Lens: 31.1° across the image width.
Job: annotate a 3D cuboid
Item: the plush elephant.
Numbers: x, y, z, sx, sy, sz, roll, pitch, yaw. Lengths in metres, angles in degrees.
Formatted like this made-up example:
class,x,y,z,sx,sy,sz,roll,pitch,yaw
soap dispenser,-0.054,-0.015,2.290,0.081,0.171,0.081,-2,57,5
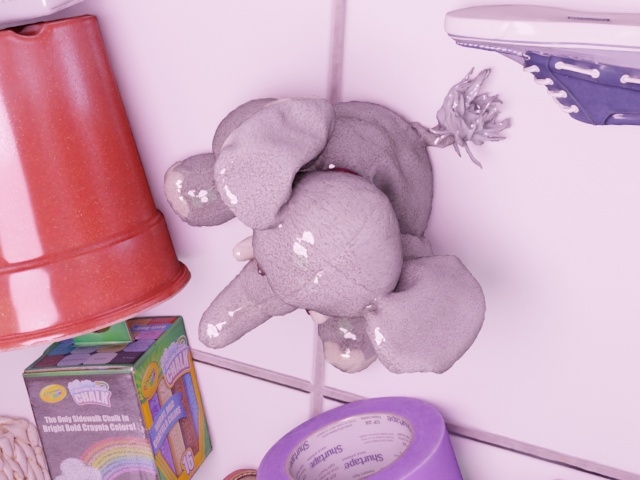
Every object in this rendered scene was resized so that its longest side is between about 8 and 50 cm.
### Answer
class,x,y,z,sx,sy,sz,roll,pitch,yaw
plush elephant,0.000,0.000,0.962,0.330,0.255,0.272,-37,96,34

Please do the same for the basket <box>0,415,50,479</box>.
class,x,y,z,sx,sy,sz,roll,pitch,yaw
basket,-0.507,0.400,1.393,0.331,0.266,0.328,-1,114,25

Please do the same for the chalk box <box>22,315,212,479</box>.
class,x,y,z,sx,sy,sz,roll,pitch,yaw
chalk box,-0.214,0.159,1.205,0.132,0.132,0.213,-3,108,18

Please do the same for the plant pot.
class,x,y,z,sx,sy,sz,roll,pitch,yaw
plant pot,-0.281,-0.064,1.076,0.272,0.272,0.265,-4,104,27

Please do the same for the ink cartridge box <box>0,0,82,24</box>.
class,x,y,z,sx,sy,sz,roll,pitch,yaw
ink cartridge box,-0.366,-0.306,1.058,0.306,0.131,0.226,-3,114,28

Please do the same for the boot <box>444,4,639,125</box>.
class,x,y,z,sx,sy,sz,roll,pitch,yaw
boot,0.190,-0.137,0.917,0.190,0.069,0.086,9,115,19

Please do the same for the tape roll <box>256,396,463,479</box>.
class,x,y,z,sx,sy,sz,roll,pitch,yaw
tape roll,0.039,0.231,1.100,0.189,0.189,0.080,-10,109,29

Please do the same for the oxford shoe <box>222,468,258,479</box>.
class,x,y,z,sx,sy,sz,roll,pitch,yaw
oxford shoe,-0.061,0.413,1.190,0.130,0.123,0.348,-17,67,50
